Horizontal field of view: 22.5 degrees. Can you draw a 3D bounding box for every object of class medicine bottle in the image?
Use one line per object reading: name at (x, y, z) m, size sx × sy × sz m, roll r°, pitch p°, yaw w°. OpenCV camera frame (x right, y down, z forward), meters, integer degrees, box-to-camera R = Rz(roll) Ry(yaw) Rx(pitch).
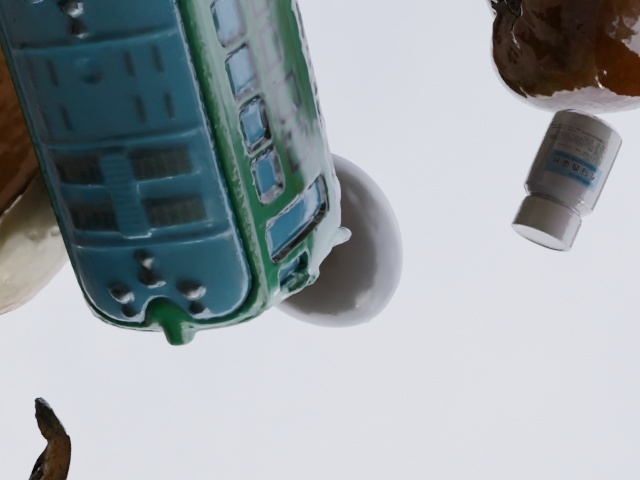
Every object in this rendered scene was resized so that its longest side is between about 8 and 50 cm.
medicine bottle at (0.166, -0.041, 1.094) m, size 0.052 × 0.052 × 0.089 m, roll 14°, pitch -104°, yaw 50°

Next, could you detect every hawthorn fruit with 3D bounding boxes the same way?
hawthorn fruit at (0.270, -0.205, 1.473) m, size 0.199 × 0.251 × 0.199 m, roll -26°, pitch -120°, yaw 56°

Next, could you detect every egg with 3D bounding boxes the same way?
egg at (0.000, 0.000, 1.740) m, size 0.232 × 0.176 × 0.176 m, roll 45°, pitch -65°, yaw 45°

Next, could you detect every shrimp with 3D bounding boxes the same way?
shrimp at (-0.373, 0.270, 1.824) m, size 0.262 × 0.051 × 0.198 m, roll -5°, pitch -123°, yaw 39°

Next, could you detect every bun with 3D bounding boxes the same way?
bun at (-0.296, -0.057, 1.326) m, size 0.298 × 0.165 × 0.299 m, roll -8°, pitch -120°, yaw 14°

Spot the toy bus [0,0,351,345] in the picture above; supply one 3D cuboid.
toy bus at (-0.107, -0.098, 1.141) m, size 0.183 × 0.199 × 0.344 m, roll -5°, pitch -65°, yaw 21°
